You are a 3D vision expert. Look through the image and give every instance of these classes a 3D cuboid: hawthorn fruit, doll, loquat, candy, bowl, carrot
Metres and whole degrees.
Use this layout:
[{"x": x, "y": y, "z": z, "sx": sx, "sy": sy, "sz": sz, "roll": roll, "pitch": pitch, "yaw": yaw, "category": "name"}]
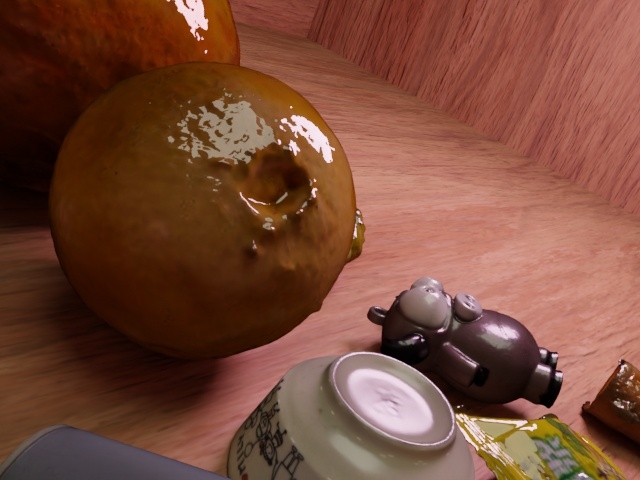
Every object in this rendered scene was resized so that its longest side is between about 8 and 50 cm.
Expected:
[{"x": -0.339, "y": -0.260, "z": 0.856, "sx": 0.472, "sy": 0.472, "sz": 0.472, "roll": 19, "pitch": 24, "yaw": -9, "category": "hawthorn fruit"}, {"x": 0.186, "y": 0.137, "z": 0.835, "sx": 0.257, "sy": 0.117, "sz": 0.182, "roll": 26, "pitch": 17, "yaw": 7, "category": "doll"}, {"x": -0.123, "y": -0.031, "z": 0.684, "sx": 0.328, "sy": 0.328, "sz": 0.328, "roll": 19, "pitch": 24, "yaw": -9, "category": "loquat"}, {"x": 0.272, "y": 0.254, "z": 0.706, "sx": 0.297, "sy": 0.081, "sz": 0.187, "roll": 13, "pitch": 24, "yaw": -46, "category": "candy"}, {"x": 0.044, "y": 0.191, "z": 0.593, "sx": 0.238, "sy": 0.126, "sz": 0.238, "roll": 20, "pitch": 22, "yaw": -9, "category": "bowl"}, {"x": 0.496, "y": 0.278, "z": 0.864, "sx": 0.263, "sy": 0.102, "sz": 0.102, "roll": 39, "pitch": 28, "yaw": 18, "category": "carrot"}]

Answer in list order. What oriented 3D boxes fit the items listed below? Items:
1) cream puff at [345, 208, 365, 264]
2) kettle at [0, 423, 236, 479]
[{"x": 0.000, "y": 0.000, "z": 0.991, "sx": 0.146, "sy": 0.116, "sz": 0.146, "roll": 4, "pitch": 53, "yaw": -5, "category": "cream puff"}, {"x": -0.087, "y": 0.215, "z": 0.425, "sx": 0.243, "sy": 0.160, "sz": 0.210, "roll": 21, "pitch": 5, "yaw": 13, "category": "kettle"}]
